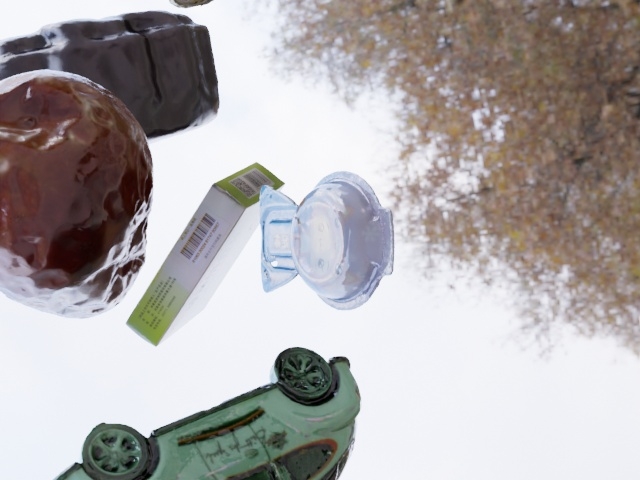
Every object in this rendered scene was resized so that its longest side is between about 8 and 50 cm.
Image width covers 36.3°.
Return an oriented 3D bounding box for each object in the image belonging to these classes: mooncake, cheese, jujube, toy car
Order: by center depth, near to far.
[{"bbox_3d":[-0.082,0.198,0.792,0.306,0.136,0.125,-19,-122,-37],"label":"toy car"},{"bbox_3d":[-0.228,-0.026,0.857,0.255,0.190,0.190,78,-154,-58],"label":"jujube"},{"bbox_3d":[0.000,0.000,0.971,0.052,0.244,0.135,0,-89,-33],"label":"cheese"},{"bbox_3d":[-0.324,-0.218,1.427,0.350,0.381,0.212,-11,-81,-6],"label":"mooncake"}]

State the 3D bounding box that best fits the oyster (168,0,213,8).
[{"bbox_3d":[-0.151,-0.300,1.108,0.083,0.038,0.081,21,-92,-40],"label":"oyster"}]

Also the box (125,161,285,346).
[{"bbox_3d":[-0.164,0.017,1.421,0.062,0.260,0.175,37,-159,4],"label":"box"}]
